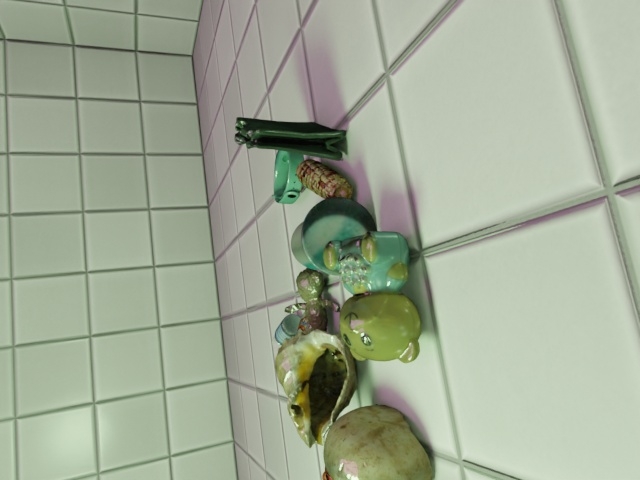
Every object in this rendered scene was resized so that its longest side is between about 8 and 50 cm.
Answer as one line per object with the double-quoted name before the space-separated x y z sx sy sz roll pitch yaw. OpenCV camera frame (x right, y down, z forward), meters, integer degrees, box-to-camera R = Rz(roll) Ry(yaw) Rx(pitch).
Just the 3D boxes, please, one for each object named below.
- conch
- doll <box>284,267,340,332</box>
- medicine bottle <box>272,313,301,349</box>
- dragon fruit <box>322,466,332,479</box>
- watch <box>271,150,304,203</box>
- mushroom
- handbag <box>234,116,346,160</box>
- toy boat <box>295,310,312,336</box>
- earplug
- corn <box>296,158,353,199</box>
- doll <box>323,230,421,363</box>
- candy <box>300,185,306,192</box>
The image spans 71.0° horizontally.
"conch" 0.008 0.368 1.193 0.263 0.187 0.323 -47 48 38
"doll" -0.004 0.226 1.340 0.285 0.091 0.202 63 141 24
"medicine bottle" -0.122 0.338 1.619 0.203 0.084 0.083 120 140 -53
"dragon fruit" 0.067 0.601 1.160 0.136 0.133 0.165 120 139 -64
"watch" -0.107 -0.216 1.489 0.237 0.068 0.194 135 133 -63
"mushroom" 0.102 0.487 0.987 0.254 0.189 0.194 -165 74 -71
"handbag" -0.088 -0.277 1.204 0.247 0.261 0.079 -137 49 -61
"toy boat" -0.053 0.351 1.456 0.129 0.088 0.294 32 116 61
"earplug" 0.000 0.000 1.181 0.324 0.185 0.184 167 98 -73
"corn" 0.008 -0.161 1.225 0.253 0.086 0.086 -137 47 -56
"doll" 0.114 0.120 0.927 0.177 0.162 0.260 -14 78 45
"candy" -0.058 -0.177 1.459 0.083 0.020 0.030 137 142 -64
